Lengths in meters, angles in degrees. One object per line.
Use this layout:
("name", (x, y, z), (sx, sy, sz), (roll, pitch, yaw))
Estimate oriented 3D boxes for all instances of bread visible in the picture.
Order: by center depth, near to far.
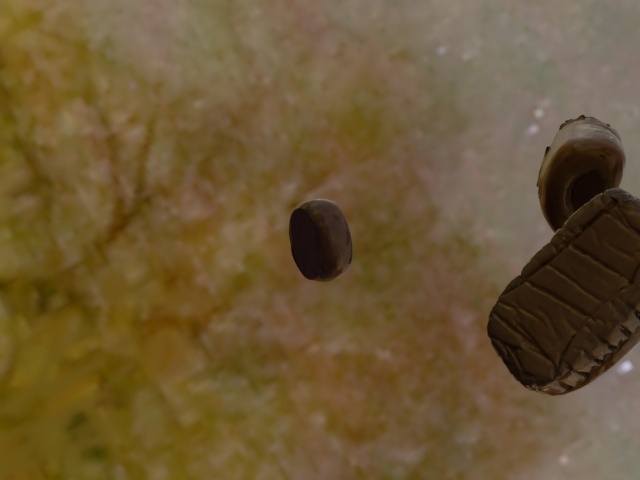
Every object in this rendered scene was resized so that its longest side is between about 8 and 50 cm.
("bread", (0.291, 0.061, 2.108), (0.140, 0.236, 0.106), (46, 5, 30))
("bread", (0.309, -0.076, 2.344), (0.085, 0.134, 0.173), (23, 14, -1))

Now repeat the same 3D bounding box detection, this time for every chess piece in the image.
("chess piece", (0.000, 0.000, 1.926), (0.084, 0.038, 0.083), (38, -46, 56))
